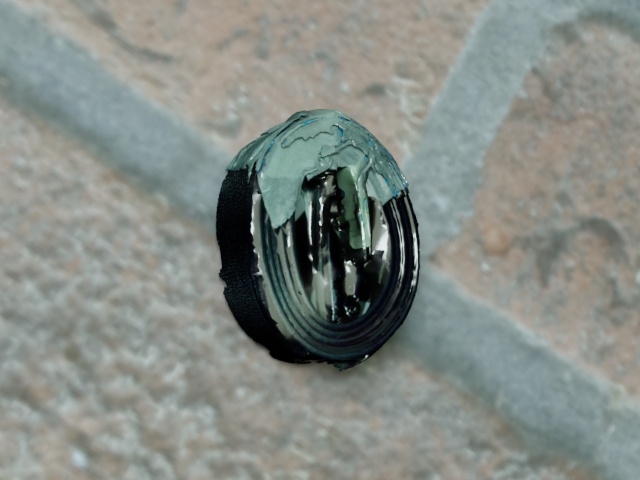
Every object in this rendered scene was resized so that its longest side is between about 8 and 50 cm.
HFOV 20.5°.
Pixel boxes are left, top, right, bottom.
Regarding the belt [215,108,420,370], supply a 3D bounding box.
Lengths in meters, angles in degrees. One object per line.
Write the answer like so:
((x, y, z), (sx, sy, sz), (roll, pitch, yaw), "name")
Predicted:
((0.000, 0.000, 0.941), (0.105, 0.058, 0.140), (-7, 87, -26), "belt")
